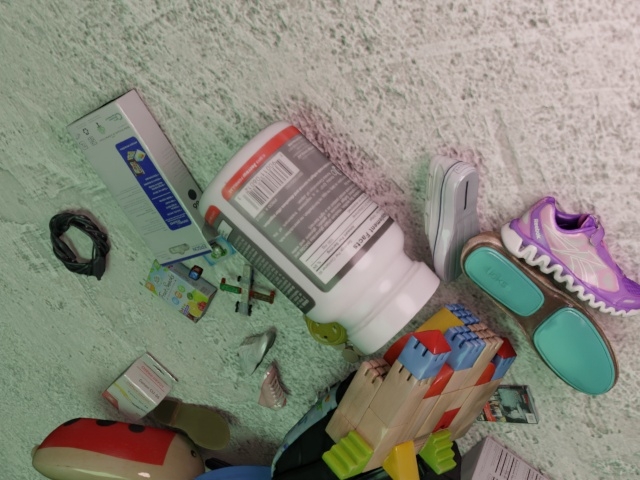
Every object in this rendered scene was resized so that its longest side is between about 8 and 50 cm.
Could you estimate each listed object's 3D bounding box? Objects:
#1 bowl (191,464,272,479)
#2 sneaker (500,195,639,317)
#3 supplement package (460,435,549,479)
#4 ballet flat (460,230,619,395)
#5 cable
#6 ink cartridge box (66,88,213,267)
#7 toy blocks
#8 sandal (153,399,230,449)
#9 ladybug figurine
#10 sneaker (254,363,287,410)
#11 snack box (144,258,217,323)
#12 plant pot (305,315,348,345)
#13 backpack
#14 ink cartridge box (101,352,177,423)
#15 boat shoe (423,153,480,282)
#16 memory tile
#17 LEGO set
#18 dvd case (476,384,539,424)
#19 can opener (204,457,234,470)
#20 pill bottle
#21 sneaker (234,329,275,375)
[{"bbox_3d":[-0.161,0.668,1.831,0.391,0.077,0.391,1,133,1],"label":"bowl"},{"bbox_3d":[0.386,0.019,1.102,0.236,0.095,0.104,33,115,0],"label":"sneaker"},{"bbox_3d":[0.338,0.530,1.472,0.203,0.149,0.194,36,134,2],"label":"supplement package"},{"bbox_3d":[0.345,0.101,1.171,0.107,0.106,0.316,-40,96,22],"label":"ballet flat"},{"bbox_3d":[-0.536,0.002,1.672,0.151,0.047,0.184,30,136,15],"label":"cable"},{"bbox_3d":[-0.328,-0.110,1.443,0.165,0.065,0.332,-14,114,37],"label":"ink cartridge box"},{"bbox_3d":[0.186,0.223,1.235,0.191,0.381,0.260,43,118,34],"label":"toy blocks"},{"bbox_3d":[-0.298,0.456,1.867,0.240,0.088,0.079,14,161,31],"label":"sandal"},{"bbox_3d":[-0.505,0.549,1.921,0.450,0.161,0.305,10,159,-3],"label":"ladybug figurine"},{"bbox_3d":[-0.100,0.324,1.649,0.070,0.051,0.134,26,136,9],"label":"sneaker"},{"bbox_3d":[-0.298,0.101,1.603,0.141,0.037,0.100,36,133,3],"label":"snack box"},{"bbox_3d":[0.024,0.137,1.382,0.134,0.095,0.134,10,120,17],"label":"plant pot"},{"bbox_3d":[0.064,0.429,1.515,0.290,0.273,0.355,40,113,-5],"label":"backpack"},{"bbox_3d":[-0.450,0.368,1.877,0.115,0.067,0.198,44,134,-5],"label":"ink cartridge box"},{"bbox_3d":[0.201,-0.038,1.185,0.076,0.083,0.226,40,142,38],"label":"boat shoe"},{"bbox_3d":[0.043,0.172,1.471,0.148,0.012,0.113,45,134,-6],"label":"memory tile"},{"bbox_3d":[-0.139,0.050,1.476,0.244,0.060,0.182,-27,107,29],"label":"LEGO set"},{"bbox_3d":[0.334,0.301,1.395,0.119,0.013,0.087,-5,120,35],"label":"dvd case"},{"bbox_3d":[-0.210,0.598,1.929,0.186,0.073,0.059,16,169,24],"label":"can opener"},{"bbox_3d":[0.000,0.000,1.213,0.363,0.210,0.210,44,134,1],"label":"pill bottle"},{"bbox_3d":[-0.143,0.231,1.600,0.061,0.053,0.152,38,135,4],"label":"sneaker"}]
